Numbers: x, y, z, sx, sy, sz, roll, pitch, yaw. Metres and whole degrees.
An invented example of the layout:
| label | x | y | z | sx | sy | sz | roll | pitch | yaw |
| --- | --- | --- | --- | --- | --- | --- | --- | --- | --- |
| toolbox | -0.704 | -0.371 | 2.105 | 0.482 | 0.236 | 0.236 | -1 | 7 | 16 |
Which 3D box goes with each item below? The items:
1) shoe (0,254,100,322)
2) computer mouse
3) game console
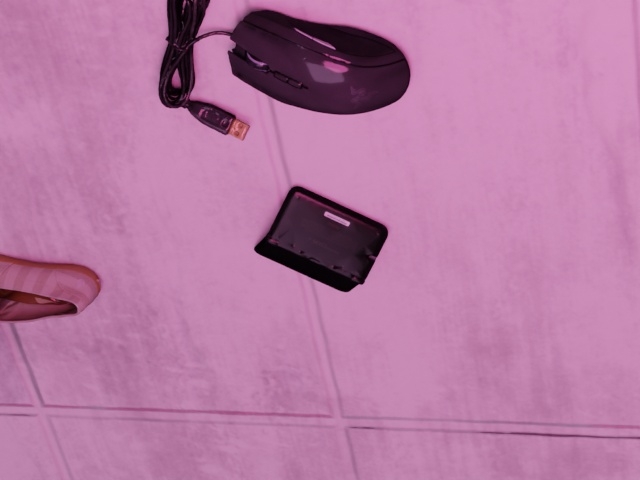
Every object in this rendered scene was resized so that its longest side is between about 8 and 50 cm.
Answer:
| label | x | y | z | sx | sy | sz | roll | pitch | yaw |
| --- | --- | --- | --- | --- | --- | --- | --- | --- | --- |
| shoe | -0.373 | 0.060 | 2.147 | 0.219 | 0.058 | 0.076 | 1 | 133 | 14 |
| computer mouse | -0.049 | -0.156 | 1.852 | 0.262 | 0.060 | 0.184 | 19 | 134 | -2 |
| game console | 0.000 | 0.000 | 2.022 | 0.122 | 0.071 | 0.107 | 24 | 104 | -9 |
